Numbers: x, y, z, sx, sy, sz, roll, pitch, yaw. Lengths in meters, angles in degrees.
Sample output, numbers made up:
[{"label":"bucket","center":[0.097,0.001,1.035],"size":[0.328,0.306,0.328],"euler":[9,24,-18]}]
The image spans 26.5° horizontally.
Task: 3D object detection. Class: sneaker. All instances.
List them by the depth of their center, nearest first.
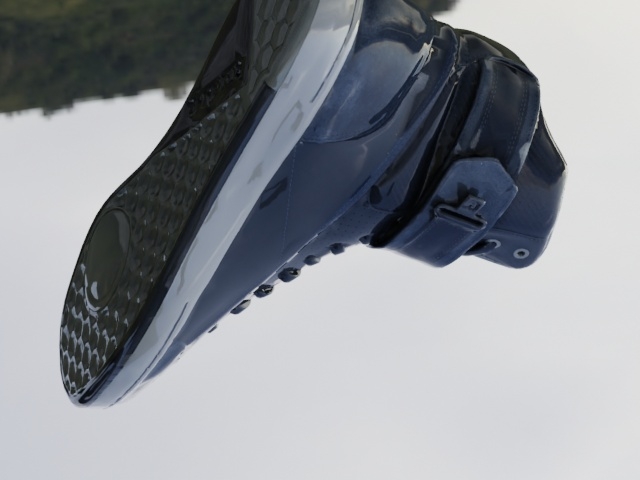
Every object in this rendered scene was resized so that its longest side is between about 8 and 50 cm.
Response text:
[{"label":"sneaker","center":[0.001,0.001,0.570],"size":[0.163,0.226,0.086],"euler":[19,-148,-34]}]
